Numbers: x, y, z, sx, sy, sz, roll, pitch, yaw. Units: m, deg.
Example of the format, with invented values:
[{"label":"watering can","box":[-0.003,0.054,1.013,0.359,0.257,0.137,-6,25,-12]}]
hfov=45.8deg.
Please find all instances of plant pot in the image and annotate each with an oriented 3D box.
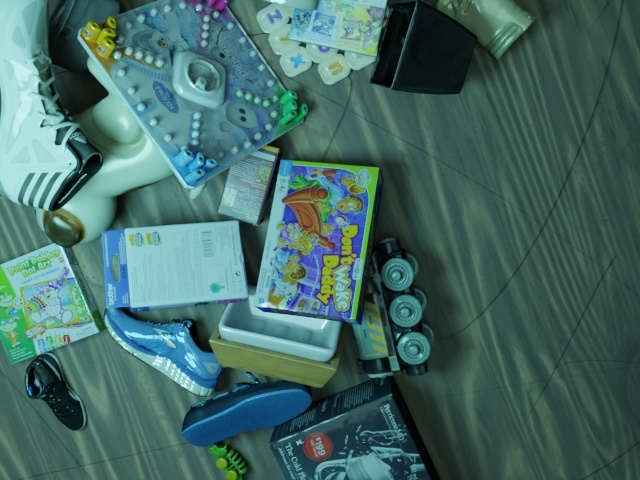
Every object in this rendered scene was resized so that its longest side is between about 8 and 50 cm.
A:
[{"label":"plant pot","box":[0.231,-0.409,1.660,0.167,0.187,0.188,12,103,-15]}]

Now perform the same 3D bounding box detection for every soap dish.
[{"label":"soap dish","box":[-0.091,0.222,1.762,0.291,0.229,0.118,13,117,3]}]

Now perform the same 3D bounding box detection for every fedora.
[{"label":"fedora","box":[-0.538,-0.490,1.716,0.124,0.244,0.275,26,98,-29]}]

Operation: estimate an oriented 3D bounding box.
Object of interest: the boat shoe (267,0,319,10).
[{"label":"boat shoe","box":[-0.137,-0.622,1.638,0.341,0.127,0.158,27,117,18]}]

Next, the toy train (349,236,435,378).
[{"label":"toy train","box":[0.151,0.163,1.774,0.190,0.142,0.334,-12,96,16]}]

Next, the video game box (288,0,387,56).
[{"label":"video game box","box":[0.046,-0.524,1.702,0.205,0.048,0.187,13,97,3]}]

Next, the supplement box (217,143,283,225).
[{"label":"supplement box","box":[-0.164,-0.141,1.779,0.104,0.081,0.188,16,99,2]}]

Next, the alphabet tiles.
[{"label":"alphabet tiles","box":[0.009,-0.511,1.742,0.278,0.021,0.284,-28,95,9]}]

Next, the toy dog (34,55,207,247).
[{"label":"toy dog","box":[-0.495,-0.173,1.735,0.395,0.284,0.408,41,101,-20]}]

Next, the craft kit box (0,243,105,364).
[{"label":"craft kit box","box":[-0.696,0.152,1.883,0.250,0.061,0.246,-21,93,7]}]

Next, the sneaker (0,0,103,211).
[{"label":"sneaker","box":[-0.529,-0.269,1.502,0.258,0.169,0.447,19,110,11]}]

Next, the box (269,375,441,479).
[{"label":"box","box":[0.095,0.540,1.806,0.313,0.179,0.343,-25,96,7]}]

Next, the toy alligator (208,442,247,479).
[{"label":"toy alligator","box":[-0.237,0.535,1.895,0.051,0.056,0.189,-37,94,9]}]

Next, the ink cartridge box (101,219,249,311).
[{"label":"ink cartridge box","box":[-0.328,0.059,1.712,0.311,0.065,0.185,-4,74,-17]}]

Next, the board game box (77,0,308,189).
[{"label":"board game box","box":[-0.252,-0.355,1.632,0.390,0.390,0.050,55,140,-4]}]

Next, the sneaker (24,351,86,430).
[{"label":"sneaker","box":[-0.668,0.393,1.879,0.079,0.121,0.217,-25,95,9]}]

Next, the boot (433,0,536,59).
[{"label":"boot","box":[0.398,-0.555,1.661,0.203,0.095,0.262,37,106,0]}]

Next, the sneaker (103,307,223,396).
[{"label":"sneaker","box":[-0.375,0.241,1.846,0.330,0.130,0.147,31,80,2]}]

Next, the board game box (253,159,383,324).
[{"label":"board game box","box":[0.000,0.000,1.706,0.233,0.078,0.347,6,76,14]}]

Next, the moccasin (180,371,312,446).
[{"label":"moccasin","box":[-0.186,0.384,1.827,0.342,0.117,0.137,-17,127,11]}]
